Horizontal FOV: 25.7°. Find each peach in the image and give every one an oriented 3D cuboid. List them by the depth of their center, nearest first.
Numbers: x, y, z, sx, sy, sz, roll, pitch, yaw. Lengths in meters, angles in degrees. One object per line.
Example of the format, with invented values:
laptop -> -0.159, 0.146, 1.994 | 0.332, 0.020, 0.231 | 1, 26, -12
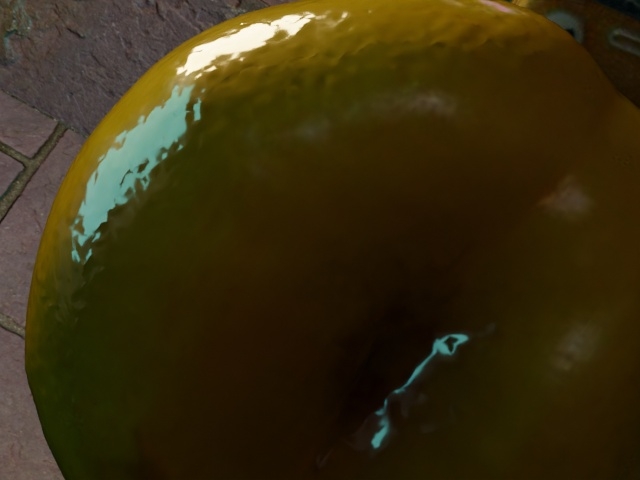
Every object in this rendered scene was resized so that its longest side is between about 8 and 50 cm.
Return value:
peach -> 0.020, 0.032, 0.505 | 0.251, 0.251, 0.153 | -59, 1, 21

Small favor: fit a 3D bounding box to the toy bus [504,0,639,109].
toy bus -> 0.151, -0.110, 0.642 | 0.167, 0.139, 0.275 | -59, 2, 39
